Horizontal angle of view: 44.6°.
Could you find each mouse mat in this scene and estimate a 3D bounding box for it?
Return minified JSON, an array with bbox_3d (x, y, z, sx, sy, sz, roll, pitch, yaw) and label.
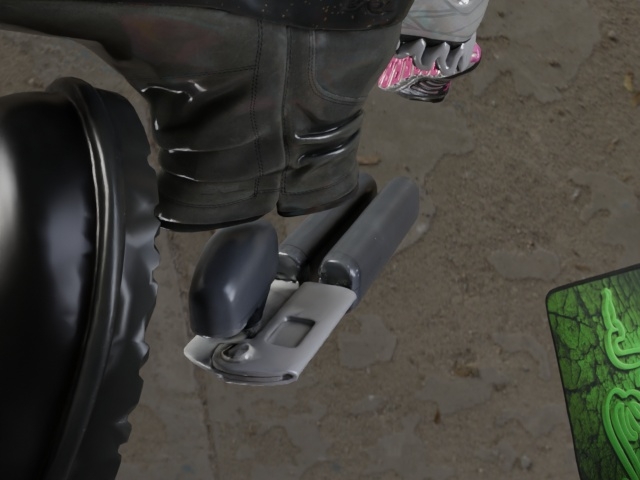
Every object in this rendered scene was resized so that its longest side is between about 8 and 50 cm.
[{"bbox_3d":[0.264,0.120,0.669,0.007,0.189,0.152,-1,165,-30],"label":"mouse mat"}]

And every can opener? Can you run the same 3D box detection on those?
[{"bbox_3d":[0.000,0.000,0.544,0.076,0.283,0.095,8,120,22],"label":"can opener"}]

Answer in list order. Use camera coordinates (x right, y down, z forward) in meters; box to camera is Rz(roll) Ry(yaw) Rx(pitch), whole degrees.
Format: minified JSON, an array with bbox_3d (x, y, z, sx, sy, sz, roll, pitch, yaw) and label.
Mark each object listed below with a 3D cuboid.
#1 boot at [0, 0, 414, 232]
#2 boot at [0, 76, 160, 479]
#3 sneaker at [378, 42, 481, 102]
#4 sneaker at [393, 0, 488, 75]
[{"bbox_3d":[-0.070,-0.066,0.373,0.246,0.083,0.161,-5,132,-28],"label":"boot"},{"bbox_3d":[-0.211,0.070,0.265,0.260,0.131,0.348,21,77,-39],"label":"boot"},{"bbox_3d":[0.156,-0.223,1.031,0.075,0.063,0.170,20,163,-33],"label":"sneaker"},{"bbox_3d":[0.047,-0.241,0.773,0.292,0.110,0.118,-7,145,-30],"label":"sneaker"}]
